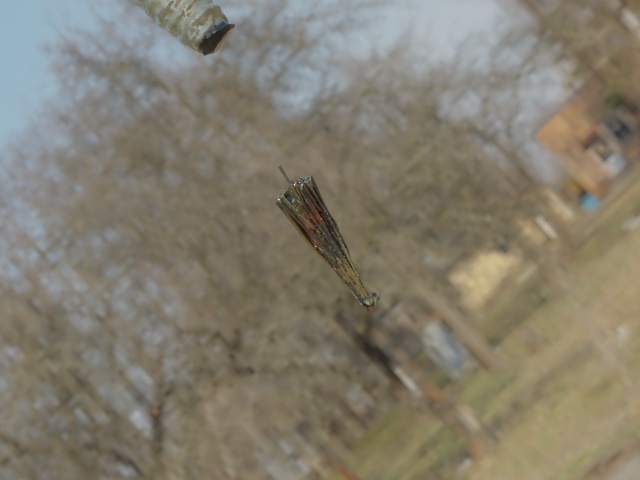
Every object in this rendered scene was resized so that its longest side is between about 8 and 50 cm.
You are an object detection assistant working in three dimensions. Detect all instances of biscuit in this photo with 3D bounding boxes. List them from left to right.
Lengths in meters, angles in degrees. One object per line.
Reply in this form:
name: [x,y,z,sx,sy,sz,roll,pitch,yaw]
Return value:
biscuit: [-0.172,-0.259,1.620,0.055,0.219,0.061,-54,-11,30]

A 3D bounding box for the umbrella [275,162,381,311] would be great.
umbrella: [0.002,-0.001,0.798,0.020,0.083,0.031,-39,2,-33]
